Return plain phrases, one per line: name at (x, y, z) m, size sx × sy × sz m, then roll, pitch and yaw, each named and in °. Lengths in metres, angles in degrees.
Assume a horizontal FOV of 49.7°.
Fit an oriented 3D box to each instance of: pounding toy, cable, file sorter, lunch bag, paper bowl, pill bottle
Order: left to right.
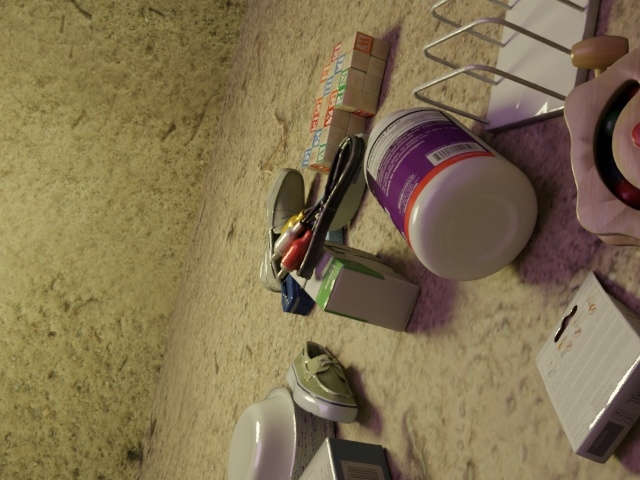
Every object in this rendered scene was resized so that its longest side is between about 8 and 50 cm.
paper bowl at (-0.094, 0.441, 1.412) m, size 0.284 × 0.148 × 0.285 m, roll -166°, pitch 90°, yaw -70°
lunch bag at (-0.059, 0.124, 1.635) m, size 0.067 × 0.065 × 0.099 m, roll -58°, pitch 28°, yaw 37°
cable at (-0.009, -0.047, 1.178) m, size 0.140 × 0.072 × 0.287 m, roll -95°, pitch 25°, yaw -50°
pill bottle at (0.175, -0.089, 1.043) m, size 0.323 × 0.181 × 0.182 m, roll -116°, pitch 45°, yaw -59°
file sorter at (0.264, -0.326, 0.990) m, size 0.192 × 0.173 × 0.278 m, roll -3°, pitch 73°, yaw 67°
pounding toy at (0.365, -0.112, 0.749) m, size 0.154 × 0.154 × 0.270 m, roll -12°, pitch 73°, yaw 35°

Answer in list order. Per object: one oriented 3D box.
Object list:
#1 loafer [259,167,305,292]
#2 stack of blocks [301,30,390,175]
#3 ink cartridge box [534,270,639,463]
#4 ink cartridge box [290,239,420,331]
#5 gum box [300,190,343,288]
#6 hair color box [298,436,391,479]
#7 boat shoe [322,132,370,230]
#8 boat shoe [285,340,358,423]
loafer at (-0.083, -0.027, 1.746) m, size 0.111 × 0.111 × 0.320 m, roll 0°, pitch 84°, yaw 63°
stack of blocks at (0.056, -0.308, 1.599) m, size 0.171 × 0.087 × 0.298 m, roll -2°, pitch 74°, yaw 67°
ink cartridge box at (0.313, 0.137, 0.781) m, size 0.179 × 0.045 × 0.146 m, roll -79°, pitch 12°, yaw -66°
ink cartridge box at (0.055, 0.073, 1.260) m, size 0.093 × 0.160 × 0.219 m, roll -70°, pitch 23°, yaw 8°
gum box at (0.000, 0.000, 1.602) m, size 0.157 × 0.041 × 0.185 m, roll -51°, pitch 31°, yaw 46°
hair color box at (-0.003, 0.531, 1.175) m, size 0.375 × 0.113 × 0.185 m, roll -61°, pitch 25°, yaw 30°
boat shoe at (0.058, -0.130, 1.513) m, size 0.228 × 0.079 × 0.081 m, roll -65°, pitch 15°, yaw 11°
boat shoe at (-0.002, 0.269, 1.352) m, size 0.302 × 0.109 × 0.094 m, roll -160°, pitch 87°, yaw -71°
